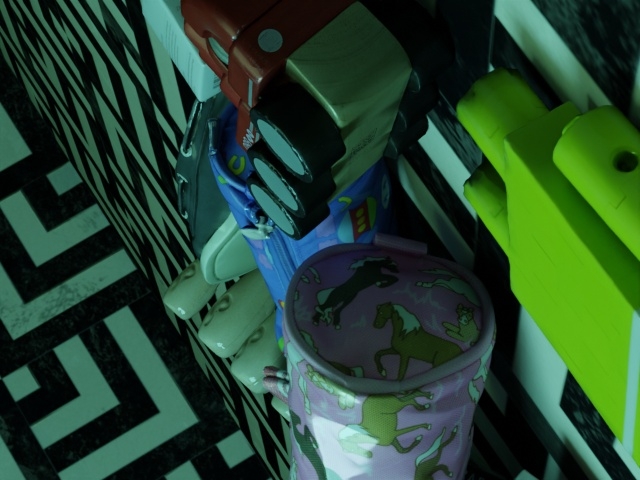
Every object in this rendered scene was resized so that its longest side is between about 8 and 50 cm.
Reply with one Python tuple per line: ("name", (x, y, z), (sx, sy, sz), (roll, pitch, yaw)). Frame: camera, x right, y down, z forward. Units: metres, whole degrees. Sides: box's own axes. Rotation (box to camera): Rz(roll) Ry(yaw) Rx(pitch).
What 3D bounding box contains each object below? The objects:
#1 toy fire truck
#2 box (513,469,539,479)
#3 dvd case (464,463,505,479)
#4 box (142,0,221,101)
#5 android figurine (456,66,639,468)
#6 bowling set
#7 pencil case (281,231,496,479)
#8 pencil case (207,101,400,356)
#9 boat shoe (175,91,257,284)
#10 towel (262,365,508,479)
("toy fire truck", (-0.033, -0.156, 1.204), (0.246, 0.158, 0.217), (47, 168, 8))
("box", (0.173, 0.267, 1.392), (0.130, 0.091, 0.170), (36, 160, 21))
("dvd case", (0.095, 0.219, 1.650), (0.179, 0.030, 0.239), (24, 164, 6))
("box", (-0.067, -0.171, 1.368), (0.087, 0.102, 0.101), (56, 170, 7))
("android figurine", (0.163, 0.038, 0.983), (0.273, 0.056, 0.248), (54, 168, 30))
("bowling set", (-0.011, 0.086, 1.816), (0.200, 0.154, 0.287), (44, 177, -29))
("pencil case", (0.043, 0.181, 1.421), (0.167, 0.160, 0.386), (51, 151, 41))
("pencil case", (0.000, 0.000, 1.457), (0.119, 0.133, 0.306), (18, 153, 21))
("boat shoe", (-0.070, -0.067, 1.609), (0.113, 0.127, 0.340), (58, 168, 16))
("towel", (0.057, 0.160, 1.630), (0.197, 0.029, 0.144), (12, 159, 40))
